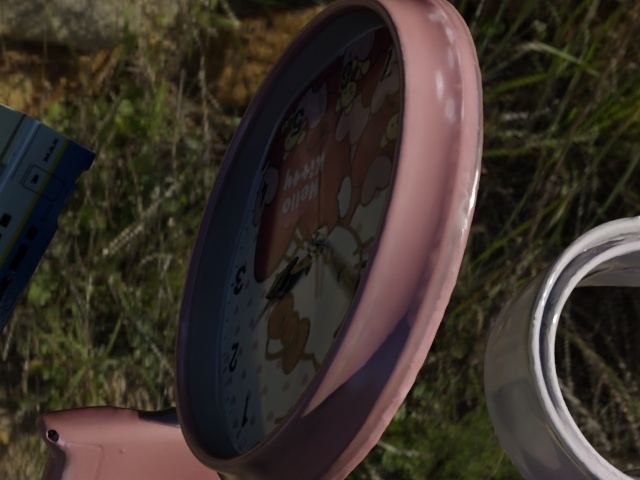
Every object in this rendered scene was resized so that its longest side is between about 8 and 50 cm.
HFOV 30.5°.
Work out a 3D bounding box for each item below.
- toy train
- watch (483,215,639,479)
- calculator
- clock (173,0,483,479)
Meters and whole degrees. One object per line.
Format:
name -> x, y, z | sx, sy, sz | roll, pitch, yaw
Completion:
toy train -> -0.192, 0.045, 0.578 | 0.052, 0.051, 0.233 | 24, 84, 35
watch -> 0.251, 0.097, 0.797 | 0.231, 0.196, 0.244 | -29, 79, -21
calculator -> -0.161, 0.288, 1.296 | 0.330, 0.220, 0.048 | 9, 15, -22
clock -> 0.001, 0.000, 0.538 | 0.056, 0.244, 0.244 | 20, 49, -23
